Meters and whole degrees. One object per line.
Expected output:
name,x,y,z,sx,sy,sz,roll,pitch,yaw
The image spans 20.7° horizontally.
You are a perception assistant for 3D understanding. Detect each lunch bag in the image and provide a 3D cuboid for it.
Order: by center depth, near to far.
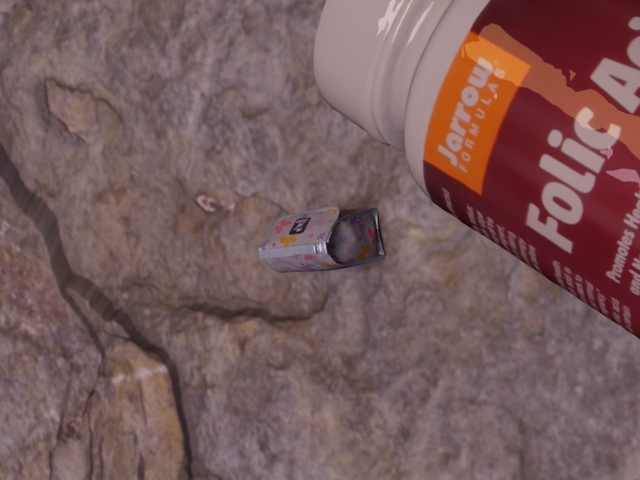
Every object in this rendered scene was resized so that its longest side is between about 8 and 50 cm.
lunch bag,0.000,0.000,1.426,0.071,0.083,0.053,-8,94,38

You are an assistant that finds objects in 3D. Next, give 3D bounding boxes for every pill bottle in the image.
pill bottle,0.199,-0.076,1.172,0.392,0.224,0.224,35,118,27
